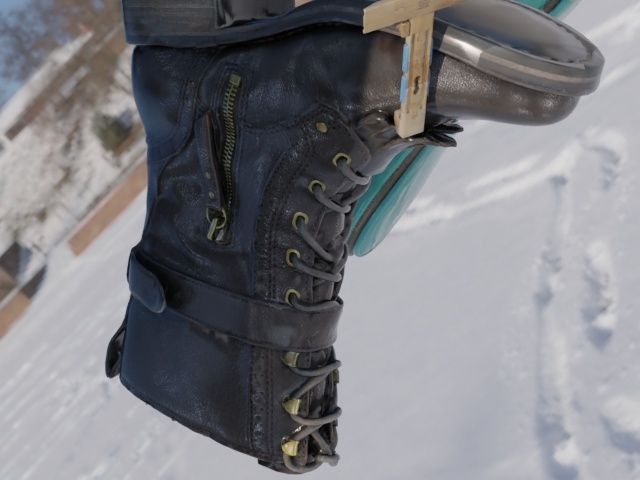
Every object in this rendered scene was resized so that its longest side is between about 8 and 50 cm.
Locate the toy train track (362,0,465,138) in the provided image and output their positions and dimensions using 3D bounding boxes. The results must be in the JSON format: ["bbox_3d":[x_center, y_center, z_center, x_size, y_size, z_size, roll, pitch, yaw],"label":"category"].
[{"bbox_3d":[0.033,-0.074,0.425,0.048,0.014,0.083,-21,-42,-20],"label":"toy train track"}]

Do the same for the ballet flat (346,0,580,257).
[{"bbox_3d":[0.071,-0.104,0.800,0.247,0.087,0.083,-51,-11,15],"label":"ballet flat"}]

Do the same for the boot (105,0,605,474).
[{"bbox_3d":[0.000,0.000,0.540,0.263,0.229,0.091,13,18,38],"label":"boot"}]
